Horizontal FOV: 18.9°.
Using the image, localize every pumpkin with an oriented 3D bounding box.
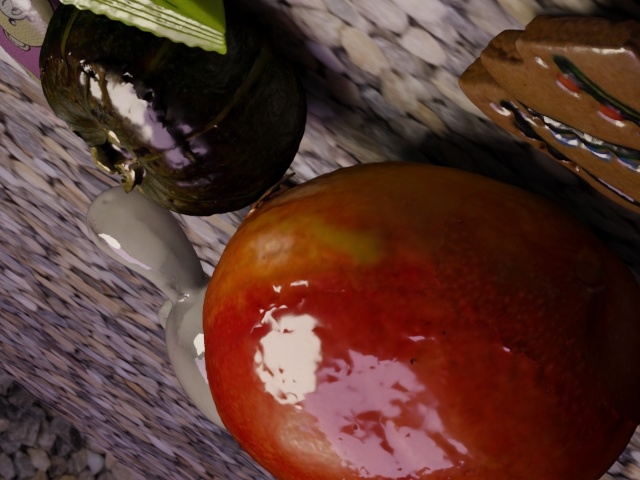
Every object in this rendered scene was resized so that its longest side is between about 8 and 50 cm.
[{"bbox_3d":[-0.126,-0.116,1.595,0.238,0.159,0.238,29,167,7],"label":"pumpkin"}]

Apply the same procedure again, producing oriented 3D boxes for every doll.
[{"bbox_3d":[-0.026,0.111,1.900,0.366,0.187,0.376,17,168,44],"label":"doll"}]

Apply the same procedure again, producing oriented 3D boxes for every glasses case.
[{"bbox_3d":[-0.205,-0.152,1.756,0.123,0.076,0.316,16,157,48],"label":"glasses case"}]

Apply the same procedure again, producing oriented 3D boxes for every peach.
[{"bbox_3d":[0.092,0.086,1.572,0.373,0.290,0.372,10,116,21],"label":"peach"}]

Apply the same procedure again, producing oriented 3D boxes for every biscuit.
[{"bbox_3d":[0.203,-0.076,1.296,0.278,0.043,0.301,29,171,20],"label":"biscuit"}]

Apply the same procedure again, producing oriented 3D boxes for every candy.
[{"bbox_3d":[-0.126,-0.242,1.399,0.149,0.069,0.246,22,139,9],"label":"candy"}]

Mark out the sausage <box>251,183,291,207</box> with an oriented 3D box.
[{"bbox_3d":[0.000,-0.001,1.883,0.177,0.047,0.040,39,-170,-27],"label":"sausage"}]
